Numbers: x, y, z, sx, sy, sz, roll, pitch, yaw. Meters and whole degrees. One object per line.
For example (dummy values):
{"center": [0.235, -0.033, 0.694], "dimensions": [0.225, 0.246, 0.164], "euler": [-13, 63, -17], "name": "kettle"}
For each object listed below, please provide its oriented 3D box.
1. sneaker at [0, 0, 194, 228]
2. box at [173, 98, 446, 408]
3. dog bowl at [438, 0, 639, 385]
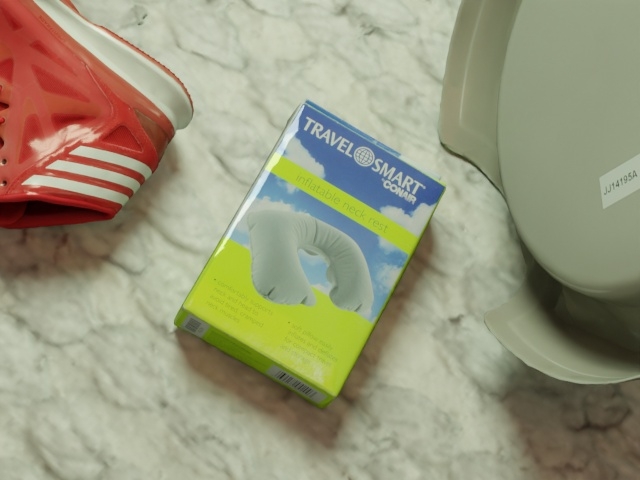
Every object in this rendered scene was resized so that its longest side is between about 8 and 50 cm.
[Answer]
{"center": [-0.195, -0.090, 0.868], "dimensions": [0.221, 0.087, 0.128], "euler": [30, 65, -3], "name": "sneaker"}
{"center": [0.000, 0.000, 0.913], "dimensions": [0.109, 0.042, 0.178], "euler": [30, 67, -4], "name": "box"}
{"center": [0.201, -0.087, 0.847], "dimensions": [0.102, 0.349, 0.348], "euler": [8, 69, -26], "name": "dog bowl"}
